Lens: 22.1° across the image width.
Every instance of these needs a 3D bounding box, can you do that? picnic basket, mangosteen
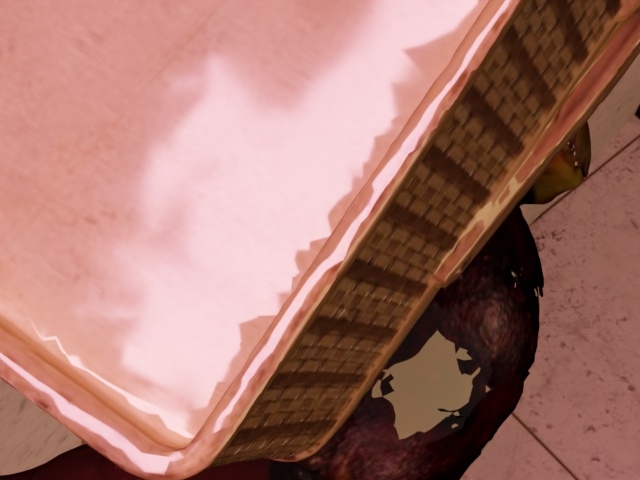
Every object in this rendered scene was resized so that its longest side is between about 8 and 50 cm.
[{"bbox_3d":[-0.016,-0.108,0.519,0.313,0.228,0.175,-57,166,5],"label":"picnic basket"},{"bbox_3d":[0.010,0.022,1.240,0.421,0.381,0.381,-43,163,-13],"label":"mangosteen"}]

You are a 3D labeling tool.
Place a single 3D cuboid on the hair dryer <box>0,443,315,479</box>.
[{"bbox_3d":[-0.157,0.089,1.001,0.123,0.312,0.340,-81,172,-59],"label":"hair dryer"}]
